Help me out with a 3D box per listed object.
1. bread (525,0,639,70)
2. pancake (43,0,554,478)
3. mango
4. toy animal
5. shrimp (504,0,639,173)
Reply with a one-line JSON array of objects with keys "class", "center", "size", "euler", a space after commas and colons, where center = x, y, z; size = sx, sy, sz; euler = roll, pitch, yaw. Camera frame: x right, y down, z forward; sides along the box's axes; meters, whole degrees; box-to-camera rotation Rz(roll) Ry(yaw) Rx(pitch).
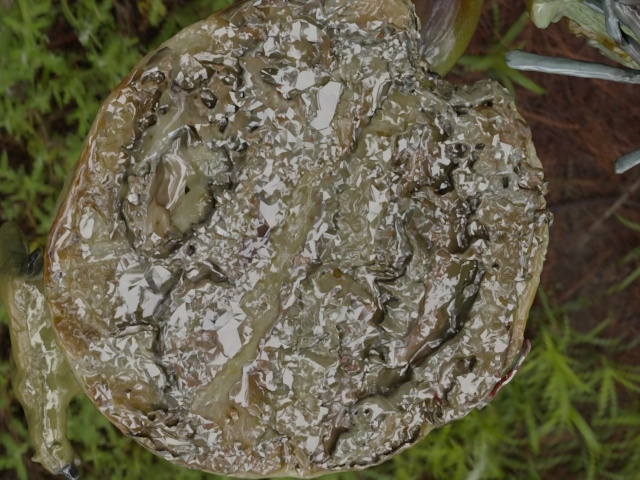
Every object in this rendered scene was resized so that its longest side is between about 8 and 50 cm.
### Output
[{"class": "bread", "center": [0.225, -0.112, 0.751], "size": [0.088, 0.232, 0.128], "euler": [-57, 146, 9]}, {"class": "pancake", "center": [0.000, 0.000, 0.958], "size": [0.382, 0.071, 0.382], "euler": [-4, 103, -18]}, {"class": "mango", "center": [0.080, -0.228, 1.139], "size": [0.133, 0.267, 0.111], "euler": [1, 151, 24]}, {"class": "toy animal", "center": [-0.239, 0.096, 1.161], "size": [0.103, 0.101, 0.218], "euler": [-2, 103, 4]}, {"class": "shrimp", "center": [0.160, -0.130, 0.552], "size": [0.410, 0.166, 0.221], "euler": [-13, 125, -64]}]
